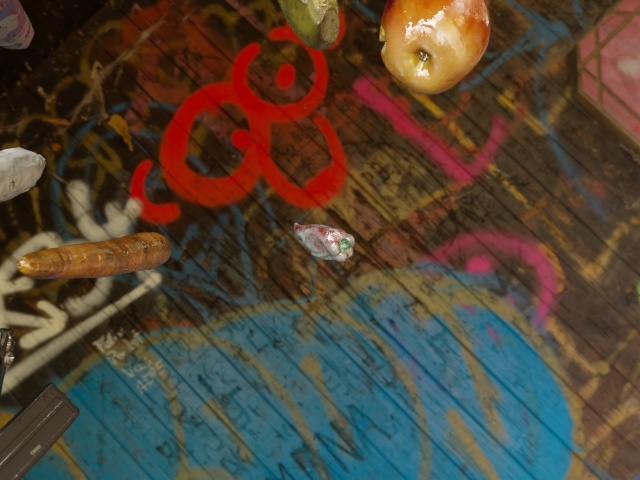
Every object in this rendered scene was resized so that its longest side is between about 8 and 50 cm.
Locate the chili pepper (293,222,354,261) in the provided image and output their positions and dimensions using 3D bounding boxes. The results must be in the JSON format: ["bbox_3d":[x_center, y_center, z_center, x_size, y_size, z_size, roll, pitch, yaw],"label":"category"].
[{"bbox_3d":[-0.001,0.000,0.657,0.041,0.050,0.153,-24,19,-29],"label":"chili pepper"}]

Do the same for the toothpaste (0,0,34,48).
[{"bbox_3d":[-0.582,-0.400,0.901,0.125,0.080,0.371,-48,25,-5],"label":"toothpaste"}]

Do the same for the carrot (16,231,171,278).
[{"bbox_3d":[-0.176,0.014,0.412,0.035,0.035,0.165,-47,-9,15],"label":"carrot"}]

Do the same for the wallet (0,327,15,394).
[{"bbox_3d":[-0.593,0.204,0.751,0.044,0.250,0.148,104,167,-70],"label":"wallet"}]

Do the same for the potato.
[{"bbox_3d":[-0.031,-0.508,1.032,0.113,0.251,0.149,-32,2,-18],"label":"potato"}]

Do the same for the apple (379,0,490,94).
[{"bbox_3d":[0.185,-0.336,0.832,0.199,0.199,0.199,-45,-6,-6],"label":"apple"}]

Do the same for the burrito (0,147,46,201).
[{"bbox_3d":[-0.416,-0.068,0.618,0.064,0.064,0.203,-48,10,25],"label":"burrito"}]

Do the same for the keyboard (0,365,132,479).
[{"bbox_3d":[-0.486,0.329,0.834,0.381,0.041,0.103,-45,-46,-31],"label":"keyboard"}]
